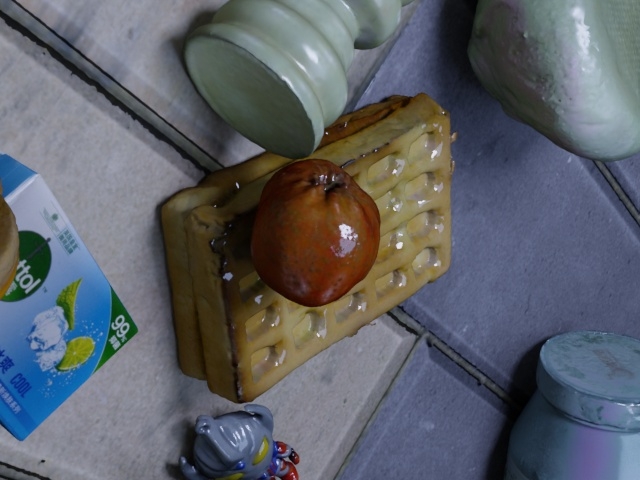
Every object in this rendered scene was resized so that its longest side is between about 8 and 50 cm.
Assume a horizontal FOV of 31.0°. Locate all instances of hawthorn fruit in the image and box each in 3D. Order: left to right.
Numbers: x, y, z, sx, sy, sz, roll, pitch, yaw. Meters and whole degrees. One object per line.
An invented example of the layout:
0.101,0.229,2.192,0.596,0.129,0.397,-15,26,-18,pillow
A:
-0.004,-0.006,0.988,0.128,0.128,0.128,-24,126,-37,hawthorn fruit

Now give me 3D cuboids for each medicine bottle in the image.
0.382,0.294,1.607,0.245,0.245,0.290,-18,121,-40,medicine bottle

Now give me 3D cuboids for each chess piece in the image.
0.010,-0.211,1.027,0.251,0.144,0.144,-51,139,-22,chess piece

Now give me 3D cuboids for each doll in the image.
-0.084,0.225,1.211,0.104,0.062,0.195,-19,145,15,doll

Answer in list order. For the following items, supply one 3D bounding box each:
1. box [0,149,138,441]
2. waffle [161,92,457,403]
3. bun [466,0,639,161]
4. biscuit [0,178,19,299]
-0.251,0.046,0.925,0.139,0.073,0.194,-44,136,-21,box
0.000,0.000,1.154,0.327,0.098,0.224,-30,131,-35,waffle
0.257,-0.217,1.244,0.293,0.187,0.293,14,72,-49,bun
-0.288,0.006,0.803,0.170,0.170,0.050,-35,148,-30,biscuit
